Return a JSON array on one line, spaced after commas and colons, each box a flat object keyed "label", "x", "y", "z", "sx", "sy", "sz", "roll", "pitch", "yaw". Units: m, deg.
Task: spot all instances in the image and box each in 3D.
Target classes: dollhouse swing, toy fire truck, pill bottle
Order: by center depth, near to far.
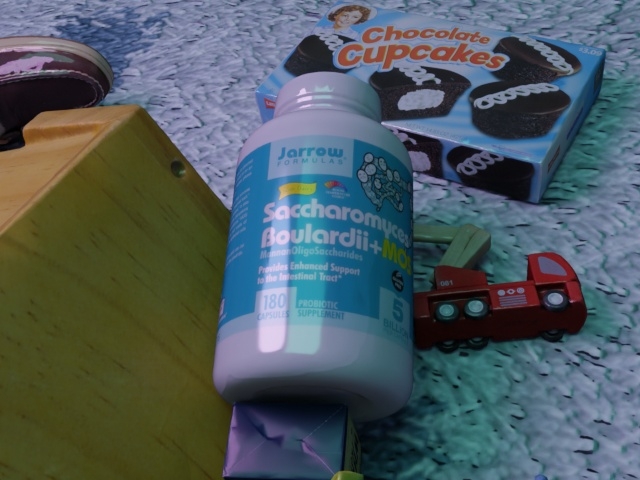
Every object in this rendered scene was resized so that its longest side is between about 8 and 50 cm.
[{"label": "pill bottle", "x": 0.000, "y": 0.000, "z": 0.640, "sx": 0.146, "sy": 0.146, "sz": 0.264, "roll": -2, "pitch": 63, "yaw": 10}, {"label": "dollhouse swing", "x": -0.266, "y": 0.099, "z": 0.641, "sx": 0.305, "sy": 0.315, "sz": 0.347, "roll": -21, "pitch": 27, "yaw": 37}, {"label": "toy fire truck", "x": 0.120, "y": 0.027, "z": 0.707, "sx": 0.192, "sy": 0.047, "sz": 0.135, "roll": -7, "pitch": 46, "yaw": 5}]

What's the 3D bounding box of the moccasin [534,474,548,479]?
[{"label": "moccasin", "x": 0.163, "y": 0.200, "z": 0.452, "sx": 0.342, "sy": 0.137, "sz": 0.117, "roll": 3, "pitch": 48, "yaw": -29}]

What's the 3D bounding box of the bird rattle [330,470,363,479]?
[{"label": "bird rattle", "x": 0.012, "y": 0.267, "z": 0.455, "sx": 0.207, "sy": 0.143, "sz": 0.253, "roll": 24, "pitch": 50, "yaw": 0}]

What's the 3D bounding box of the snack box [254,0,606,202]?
[{"label": "snack box", "x": 0.113, "y": -0.160, "z": 0.871, "sx": 0.322, "sy": 0.060, "sz": 0.187, "roll": 18, "pitch": 54, "yaw": 26}]

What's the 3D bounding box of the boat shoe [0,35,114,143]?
[{"label": "boat shoe", "x": -0.402, "y": -0.136, "z": 0.929, "sx": 0.342, "sy": 0.123, "sz": 0.123, "roll": -9, "pitch": 61, "yaw": 4}]

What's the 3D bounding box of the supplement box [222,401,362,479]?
[{"label": "supplement box", "x": -0.017, "y": 0.159, "z": 0.587, "sx": 0.083, "sy": 0.083, "sz": 0.056, "roll": -1, "pitch": 54, "yaw": 11}]
